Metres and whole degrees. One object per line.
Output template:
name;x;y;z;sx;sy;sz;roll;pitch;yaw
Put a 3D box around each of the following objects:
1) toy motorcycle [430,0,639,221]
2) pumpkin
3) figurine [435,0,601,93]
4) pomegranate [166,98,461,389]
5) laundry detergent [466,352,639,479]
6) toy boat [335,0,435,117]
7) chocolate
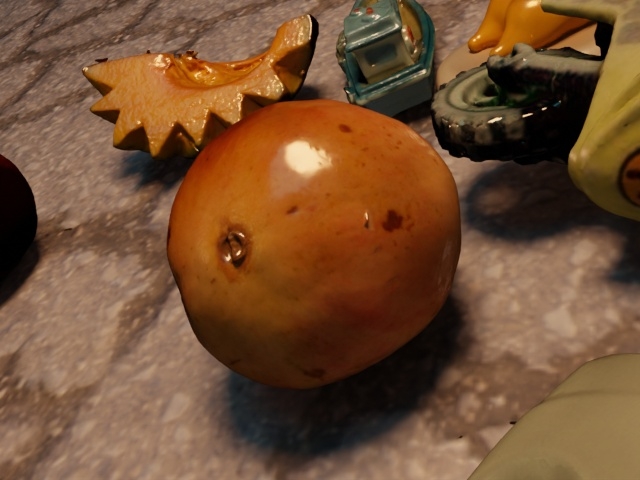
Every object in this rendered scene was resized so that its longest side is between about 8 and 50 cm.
toy motorcycle;0.287;-0.137;0.535;0.410;0.168;0.237;-27;36;-5
pumpkin;-0.109;-0.141;0.854;0.254;0.149;0.130;-11;79;10
figurine;0.211;-0.238;0.736;0.250;0.141;0.166;-29;36;-7
pomegranate;-0.001;0.003;0.506;0.191;0.191;0.191;-16;36;12
laundry detergent;0.084;0.219;0.227;0.398;0.124;0.264;-44;41;-23
toy boat;0.061;-0.219;0.823;0.109;0.098;0.237;-22;30;15
chocolate;-0.375;-0.015;0.767;0.177;0.176;0.176;-16;36;12
